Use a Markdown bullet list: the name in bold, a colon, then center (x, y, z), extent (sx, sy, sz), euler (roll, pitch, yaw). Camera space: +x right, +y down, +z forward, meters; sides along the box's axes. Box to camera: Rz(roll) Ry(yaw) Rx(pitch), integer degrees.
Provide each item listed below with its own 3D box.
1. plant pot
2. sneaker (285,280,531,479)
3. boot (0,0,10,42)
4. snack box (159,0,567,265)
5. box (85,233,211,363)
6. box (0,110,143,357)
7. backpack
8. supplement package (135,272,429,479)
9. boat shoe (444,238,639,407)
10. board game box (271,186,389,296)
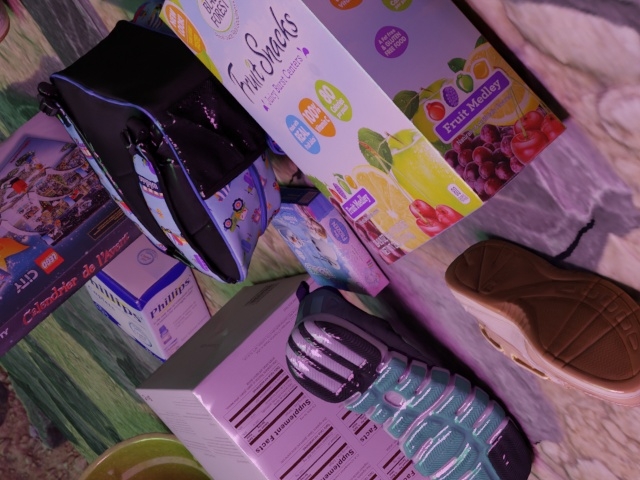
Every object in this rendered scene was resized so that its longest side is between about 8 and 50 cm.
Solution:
- **plant pot**: center (-0.214, 0.467, 2.184), extent (0.276, 0.276, 0.254), euler (32, 168, 38)
- **sneaker**: center (0.072, 0.107, 1.098), extent (0.223, 0.083, 0.098), euler (38, -158, -19)
- **boot**: center (-0.355, -0.267, 1.224), extent (0.213, 0.077, 0.165), euler (40, 161, 4)
- **snack box**: center (0.013, -0.095, 0.787), extent (0.207, 0.070, 0.174), euler (49, 162, 0)
- **box**: center (-0.190, 0.046, 1.509), extent (0.126, 0.072, 0.137), euler (35, 157, 30)
- **box**: center (-0.290, -0.005, 1.370), extent (0.159, 0.233, 0.044), euler (39, 159, 22)
- **backpack**: center (-0.089, -0.061, 1.002), extent (0.158, 0.117, 0.173), euler (24, 150, 49)
- **supplement package**: center (-0.021, 0.154, 1.240), extent (0.203, 0.149, 0.194), euler (50, 161, -10)
- **boat shoe**: center (0.141, 0.054, 0.835), extent (0.170, 0.063, 0.059), euler (38, 164, 52)
- **board game box**: center (0.000, 0.000, 1.086), extent (0.090, 0.020, 0.090), euler (53, 161, -21)
